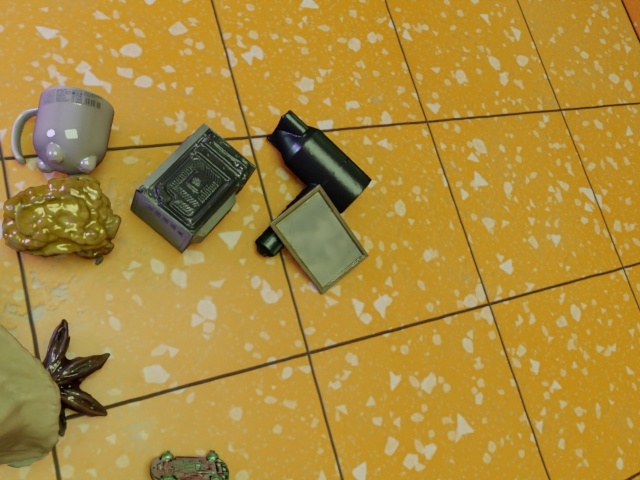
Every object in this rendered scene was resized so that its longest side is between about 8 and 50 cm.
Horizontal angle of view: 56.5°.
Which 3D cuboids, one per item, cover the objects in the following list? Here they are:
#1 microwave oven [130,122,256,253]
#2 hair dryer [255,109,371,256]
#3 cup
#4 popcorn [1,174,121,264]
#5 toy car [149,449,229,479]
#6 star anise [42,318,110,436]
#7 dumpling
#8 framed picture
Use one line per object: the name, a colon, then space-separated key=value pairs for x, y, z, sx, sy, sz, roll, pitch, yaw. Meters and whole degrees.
microwave oven: x=-0.252 y=-0.105 z=1.196 sx=0.162 sy=0.122 sz=0.208 roll=40 pitch=62 yaw=-5
hair dryer: x=-0.067 y=-0.111 z=1.300 sx=0.244 sy=0.116 sz=0.302 roll=42 pitch=68 yaw=-3
cup: x=-0.489 y=-0.198 z=1.119 sx=0.174 sy=0.134 sz=0.141 roll=11 pitch=70 yaw=-21
popcorn: x=-0.460 y=-0.046 z=1.071 sx=0.194 sy=0.140 sz=0.163 roll=11 pitch=86 yaw=-17
toy car: x=-0.234 y=0.417 z=1.061 sx=0.142 sy=0.069 sz=0.055 roll=9 pitch=108 yaw=-21
star anise: x=-0.474 y=0.241 z=1.004 sx=0.236 sy=0.093 sz=0.229 roll=-38 pitch=95 yaw=-25
dumpling: x=-0.533 y=0.242 z=0.830 sx=0.315 sy=0.395 sz=0.233 roll=55 pitch=23 yaw=-27
framed picture: x=0.000 y=0.000 z=1.270 sx=0.136 sy=0.010 sz=0.201 roll=-39 pitch=112 yaw=-9
